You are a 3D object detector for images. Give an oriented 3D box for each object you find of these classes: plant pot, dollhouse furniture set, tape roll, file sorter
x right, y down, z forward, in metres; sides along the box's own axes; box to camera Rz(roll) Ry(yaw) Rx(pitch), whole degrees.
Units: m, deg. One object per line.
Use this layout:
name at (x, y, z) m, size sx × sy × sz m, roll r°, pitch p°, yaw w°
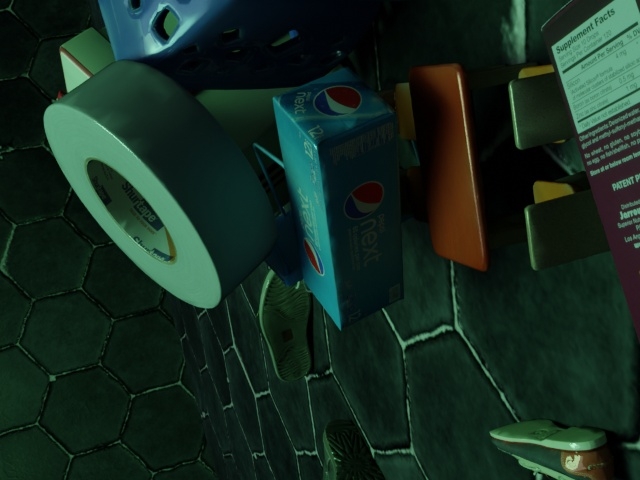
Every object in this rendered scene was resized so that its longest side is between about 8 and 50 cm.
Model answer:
plant pot at (-0.057, -0.279, 0.727) m, size 0.212 × 0.235 × 0.236 m, roll -20°, pitch 84°, yaw 48°
dollhouse furniture set at (0.088, -0.107, 0.602) m, size 0.262 × 0.135 × 0.259 m, roll -159°, pitch 57°, yaw -68°
tape roll at (-0.140, -0.045, 0.717) m, size 0.219 × 0.072 × 0.219 m, roll 37°, pitch 154°, yaw 21°
file sorter at (0.003, -0.058, 0.791) m, size 0.118 × 0.170 × 0.105 m, roll 41°, pitch 158°, yaw 59°

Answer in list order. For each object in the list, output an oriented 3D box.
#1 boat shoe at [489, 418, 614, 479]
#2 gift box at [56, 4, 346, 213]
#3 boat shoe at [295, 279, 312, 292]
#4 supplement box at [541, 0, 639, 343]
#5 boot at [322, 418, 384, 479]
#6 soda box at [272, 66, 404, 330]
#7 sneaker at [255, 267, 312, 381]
boat shoe at (0.185, 0.172, 0.667) m, size 0.137 × 0.049 × 0.043 m, roll -16°, pitch 91°, yaw 66°
gift box at (-0.140, -0.113, 0.971) m, size 0.255 × 0.258 × 0.276 m, roll 40°, pitch 151°, yaw 19°
boat shoe at (0.000, 0.000, 1.016) m, size 0.254 × 0.079 × 0.095 m, roll 115°, pitch 137°, yaw -62°
supplement box at (0.194, -0.040, 0.396) m, size 0.081 × 0.104 × 0.188 m, roll 146°, pitch 109°, yaw -70°
boot at (0.037, 0.387, 1.193) m, size 0.190 × 0.076 × 0.209 m, roll -105°, pitch 20°, yaw -52°
soda box at (0.019, -0.026, 0.657) m, size 0.071 × 0.067 × 0.210 m, roll 52°, pitch 159°, yaw 39°
sneaker at (-0.071, 0.107, 1.290) m, size 0.118 × 0.083 × 0.222 m, roll -127°, pitch 28°, yaw -50°
